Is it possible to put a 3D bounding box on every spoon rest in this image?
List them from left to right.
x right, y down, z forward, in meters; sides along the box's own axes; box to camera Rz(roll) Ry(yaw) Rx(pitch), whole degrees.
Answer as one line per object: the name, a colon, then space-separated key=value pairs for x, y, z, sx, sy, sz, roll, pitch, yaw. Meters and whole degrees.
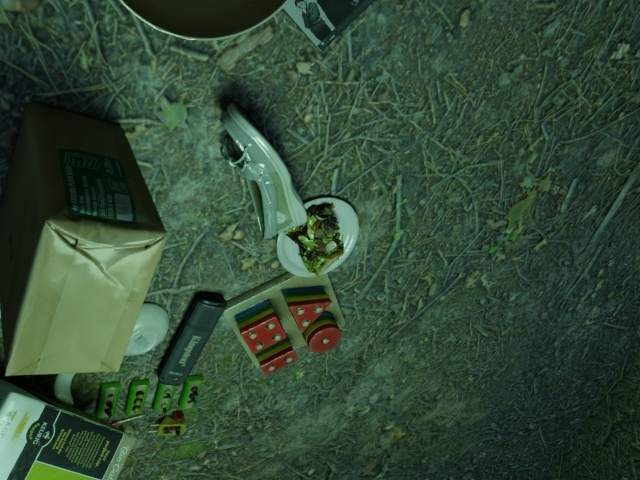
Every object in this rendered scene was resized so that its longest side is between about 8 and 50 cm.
spoon rest: x=-0.450 y=0.232 z=1.374 sx=0.276 sy=0.084 sz=0.137 roll=-38 pitch=139 yaw=-12

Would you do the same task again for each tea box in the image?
tea box: x=-0.613 y=0.478 z=1.279 sx=0.323 sy=0.220 sz=0.329 roll=43 pitch=63 yaw=-43

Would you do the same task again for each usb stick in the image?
usb stick: x=-0.296 y=0.230 z=1.465 sx=0.077 sy=0.045 sz=0.278 roll=10 pitch=124 yaw=-35

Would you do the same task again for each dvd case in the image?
dvd case: x=-0.004 y=-0.443 z=1.023 sx=0.179 sy=0.029 sz=0.239 roll=-41 pitch=135 yaw=11

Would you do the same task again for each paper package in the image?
paper package: x=-0.393 y=-0.001 z=1.001 sx=0.168 sy=0.325 sz=0.309 roll=6 pitch=125 yaw=-33

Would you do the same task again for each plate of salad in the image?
plate of salad: x=0.000 y=0.000 z=1.400 sx=0.200 sy=0.048 sz=0.200 roll=-13 pitch=125 yaw=-20

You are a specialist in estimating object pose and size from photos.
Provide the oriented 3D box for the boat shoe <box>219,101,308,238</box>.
boat shoe: x=-0.116 y=-0.118 z=1.199 sx=0.103 sy=0.118 sz=0.320 roll=-32 pitch=144 yaw=-5

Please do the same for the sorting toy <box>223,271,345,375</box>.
sorting toy: x=-0.069 y=0.202 z=1.532 sx=0.255 sy=0.089 sz=0.257 roll=-26 pitch=136 yaw=-6

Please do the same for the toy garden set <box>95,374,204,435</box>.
toy garden set: x=-0.422 y=0.424 z=1.570 sx=0.244 sy=0.049 sz=0.203 roll=1 pitch=128 yaw=-30

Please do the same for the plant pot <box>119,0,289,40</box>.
plant pot: x=-0.165 y=-0.433 z=0.827 sx=0.284 sy=0.191 sz=0.284 roll=-15 pitch=135 yaw=-16
